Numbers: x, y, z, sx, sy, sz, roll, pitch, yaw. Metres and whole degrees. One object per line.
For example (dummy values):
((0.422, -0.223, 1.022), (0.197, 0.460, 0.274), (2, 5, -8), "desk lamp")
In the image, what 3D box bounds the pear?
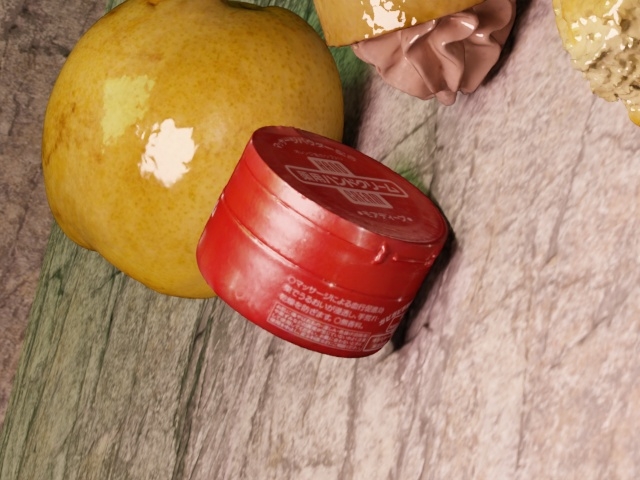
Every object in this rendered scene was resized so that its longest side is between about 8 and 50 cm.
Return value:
((-0.129, -0.101, 1.648), (0.314, 0.314, 0.314), (-51, 28, 40), "pear")

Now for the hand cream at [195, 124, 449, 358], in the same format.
((0.000, 0.000, 1.389), (0.125, 0.193, 0.193), (-62, 22, 18), "hand cream")

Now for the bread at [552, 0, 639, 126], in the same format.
((0.228, -0.202, 1.108), (0.174, 0.121, 0.245), (119, 155, -43), "bread")

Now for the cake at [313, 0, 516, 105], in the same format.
((0.099, -0.209, 1.405), (0.185, 0.178, 0.208), (-6, 29, 45), "cake")
